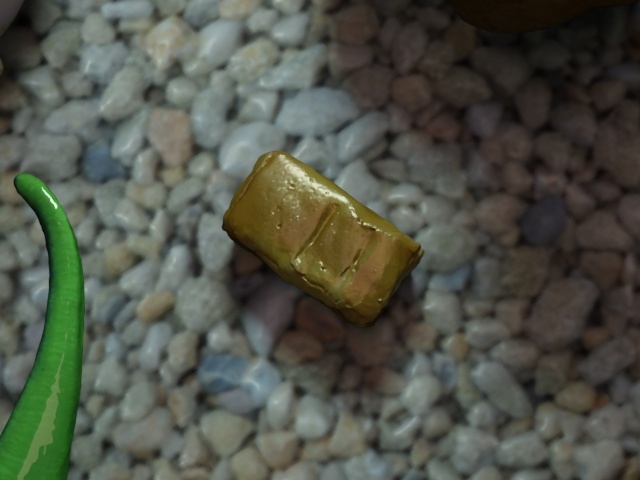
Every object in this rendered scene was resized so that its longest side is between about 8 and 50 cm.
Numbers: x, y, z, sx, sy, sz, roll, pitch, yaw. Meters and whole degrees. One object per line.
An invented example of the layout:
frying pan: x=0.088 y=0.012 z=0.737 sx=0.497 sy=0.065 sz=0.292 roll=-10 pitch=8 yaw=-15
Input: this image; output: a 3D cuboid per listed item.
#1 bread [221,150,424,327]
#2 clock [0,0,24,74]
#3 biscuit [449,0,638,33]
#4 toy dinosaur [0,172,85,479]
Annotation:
bread: x=0.000 y=0.000 z=1.257 sx=0.132 sy=0.053 sz=0.074 roll=37 pitch=83 yaw=17
clock: x=-0.362 y=-0.287 z=1.271 sx=0.368 sy=0.250 sz=0.376 roll=-19 pitch=70 yaw=-5
biscuit: x=0.171 y=-0.272 z=1.218 sx=0.381 sy=0.074 sz=0.359 roll=-19 pitch=38 yaw=13
toy dinosaur: x=-0.287 y=0.238 z=1.223 sx=0.374 sy=0.144 sz=0.500 roll=-16 pitch=70 yaw=16
